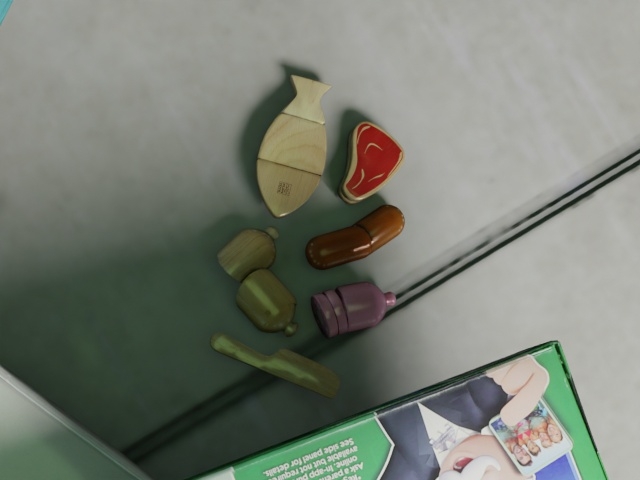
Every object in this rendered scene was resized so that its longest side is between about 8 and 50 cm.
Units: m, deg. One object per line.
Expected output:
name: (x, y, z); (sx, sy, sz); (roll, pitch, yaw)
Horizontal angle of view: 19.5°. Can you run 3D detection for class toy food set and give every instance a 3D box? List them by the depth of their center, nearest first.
toy food set: (0.000, 0.000, 0.771); (0.078, 0.019, 0.122); (23, 76, -8)

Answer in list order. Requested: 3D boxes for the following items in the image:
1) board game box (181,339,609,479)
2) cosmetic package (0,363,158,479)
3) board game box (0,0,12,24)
board game box: (-0.025, 0.187, 0.636); (0.317, 0.046, 0.213); (-19, 86, -17)
cosmetic package: (-0.081, 0.155, 0.708); (0.238, 0.107, 0.127); (39, 81, -2)
board game box: (-0.279, -0.020, 0.618); (0.253, 0.079, 0.336); (30, 113, -7)
